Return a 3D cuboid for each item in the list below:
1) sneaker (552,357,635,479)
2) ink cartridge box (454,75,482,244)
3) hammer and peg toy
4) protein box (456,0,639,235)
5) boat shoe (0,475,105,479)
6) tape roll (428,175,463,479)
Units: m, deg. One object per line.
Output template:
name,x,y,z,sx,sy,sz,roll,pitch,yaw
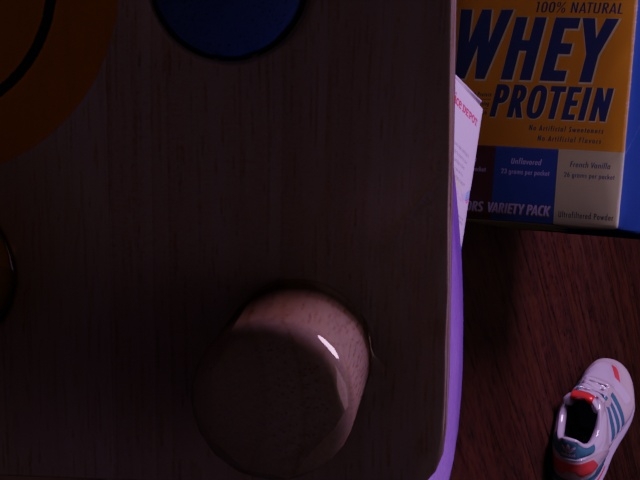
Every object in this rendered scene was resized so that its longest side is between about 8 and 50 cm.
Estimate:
sneaker,0.253,0.155,1.397,0.161,0.057,0.075,-58,149,-41
ink cartridge box,0.058,-0.041,0.944,0.088,0.052,0.122,33,66,-63
hammer and peg toy,-0.085,-0.118,0.366,0.127,0.266,0.361,-56,148,-79
protein box,0.184,-0.107,1.106,0.200,0.136,0.201,6,89,-65
boat shoe,-0.093,0.109,0.578,0.098,0.109,0.302,-49,145,-28
tape roll,0.000,0.000,0.714,0.275,0.090,0.275,-5,90,-75
